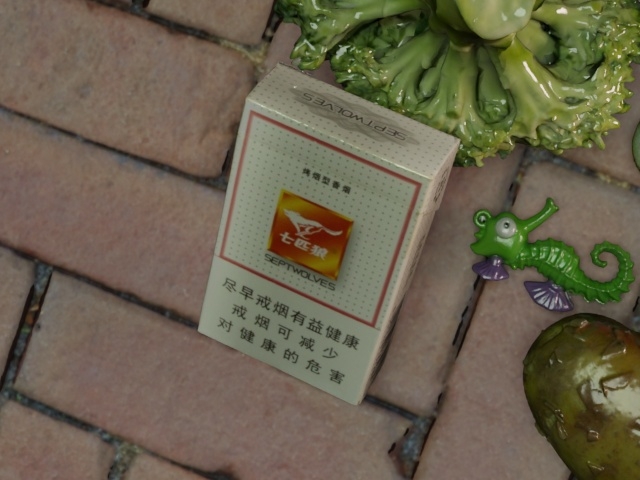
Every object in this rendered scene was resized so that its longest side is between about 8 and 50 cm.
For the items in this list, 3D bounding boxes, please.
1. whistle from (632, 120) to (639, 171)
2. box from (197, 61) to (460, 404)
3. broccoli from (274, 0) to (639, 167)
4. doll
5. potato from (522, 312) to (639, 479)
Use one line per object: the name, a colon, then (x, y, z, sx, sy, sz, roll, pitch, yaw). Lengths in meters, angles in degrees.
whistle: (0.424, -0.078, 1.321, 0.198, 0.057, 0.104, 36, 93, 27)
box: (0.000, 0.001, 1.330, 0.210, 0.095, 0.330, 24, 130, 11)
broccoli: (0.189, -0.207, 1.231, 0.353, 0.397, 0.275, -15, 89, -28)
doll: (0.255, 0.016, 1.382, 0.190, 0.050, 0.115, 26, 102, 9)
potato: (0.343, 0.201, 1.313, 0.298, 0.141, 0.176, 40, 129, 11)
